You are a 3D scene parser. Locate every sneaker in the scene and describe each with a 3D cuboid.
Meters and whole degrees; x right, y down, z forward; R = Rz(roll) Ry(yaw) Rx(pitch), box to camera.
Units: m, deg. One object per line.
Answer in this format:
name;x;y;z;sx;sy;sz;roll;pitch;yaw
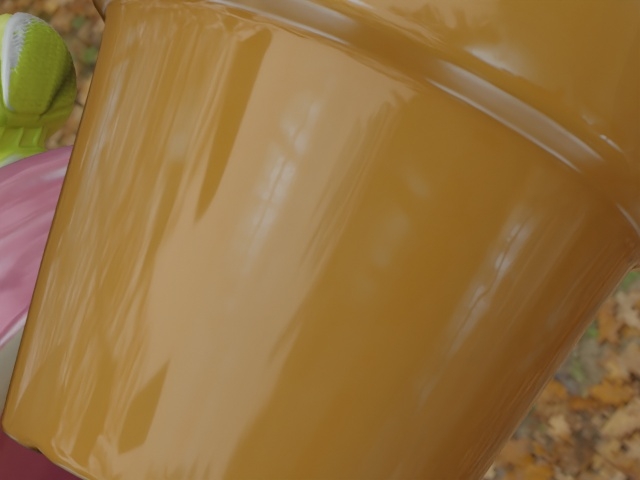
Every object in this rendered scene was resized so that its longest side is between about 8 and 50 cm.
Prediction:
sneaker;-0.209;-0.012;0.813;0.126;0.091;0.240;-9;54;25

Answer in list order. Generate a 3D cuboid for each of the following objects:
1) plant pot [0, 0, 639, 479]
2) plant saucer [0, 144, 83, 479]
plant pot;0.000;0.000;0.455;0.205;0.205;0.188;12;74;56
plant saucer;-0.094;0.116;0.758;0.332;0.332;0.084;-57;34;-7
